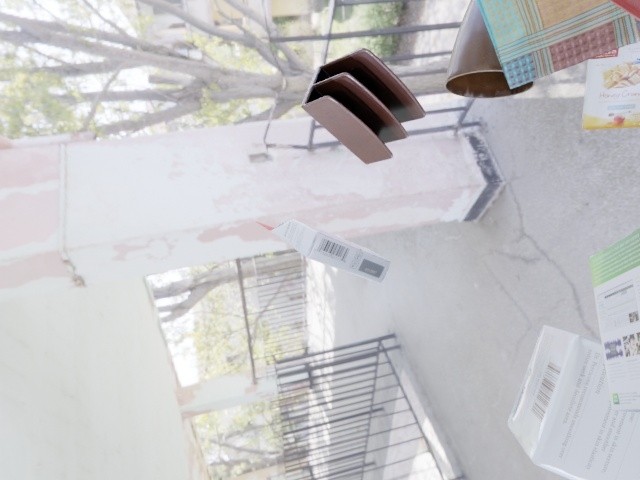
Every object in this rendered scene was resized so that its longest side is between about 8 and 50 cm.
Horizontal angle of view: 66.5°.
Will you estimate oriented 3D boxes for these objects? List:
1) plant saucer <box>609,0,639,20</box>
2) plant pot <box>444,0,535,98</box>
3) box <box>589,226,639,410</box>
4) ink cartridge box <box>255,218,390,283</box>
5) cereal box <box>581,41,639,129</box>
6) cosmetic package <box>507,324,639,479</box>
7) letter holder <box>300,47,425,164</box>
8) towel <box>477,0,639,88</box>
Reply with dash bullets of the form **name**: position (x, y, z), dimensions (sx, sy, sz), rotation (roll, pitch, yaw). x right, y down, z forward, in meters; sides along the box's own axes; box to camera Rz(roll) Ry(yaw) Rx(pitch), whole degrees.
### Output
- **plant saucer**: position (0.316, -0.392, 0.585), dimensions (0.048, 0.258, 0.259), rotation (-45, 56, 23)
- **plant pot**: position (0.427, -0.500, 1.221), dimensions (0.215, 0.216, 0.230), rotation (-177, 91, -78)
- **box**: position (0.602, 0.148, 0.906), dimensions (0.232, 0.059, 0.321), rotation (86, -175, -71)
- **ink cartridge box**: position (0.000, 0.000, 0.974), dimensions (0.232, 0.189, 0.066), rotation (39, 104, 53)
- **cereal box**: position (0.779, -0.407, 1.257), dimensions (0.047, 0.173, 0.240), rotation (-62, -34, -46)
- **cosmetic package**: position (0.746, 0.445, 1.237), dimensions (0.327, 0.394, 0.329), rotation (30, -99, -78)
- **letter holder**: position (0.136, -0.378, 1.415), dimensions (0.214, 0.302, 0.152), rotation (-3, 61, 48)
- **towel**: position (0.422, -0.508, 0.929), dimensions (0.271, 0.040, 0.370), rotation (-11, 109, 49)
